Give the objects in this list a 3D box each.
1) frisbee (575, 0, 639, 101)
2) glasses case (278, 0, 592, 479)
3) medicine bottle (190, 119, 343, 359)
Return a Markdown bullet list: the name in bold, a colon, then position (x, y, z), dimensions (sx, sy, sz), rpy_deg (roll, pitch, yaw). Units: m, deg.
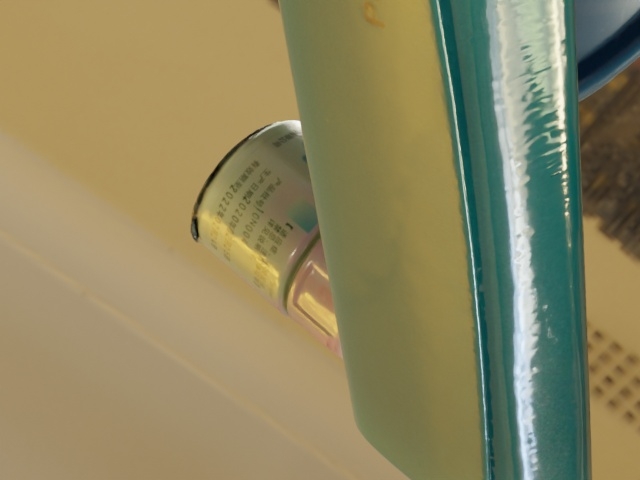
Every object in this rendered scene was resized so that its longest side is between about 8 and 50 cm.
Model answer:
- **frisbee**: position (0.131, -0.155, 0.658), dimensions (0.045, 0.242, 0.242), rpy_deg (43, -139, 22)
- **glasses case**: position (0.038, -0.026, 0.573), dimensions (0.070, 0.301, 0.117), rpy_deg (-25, -139, -20)
- **medicine bottle**: position (0.000, 0.000, 1.249), dimensions (0.168, 0.135, 0.135), rpy_deg (41, -140, 23)
